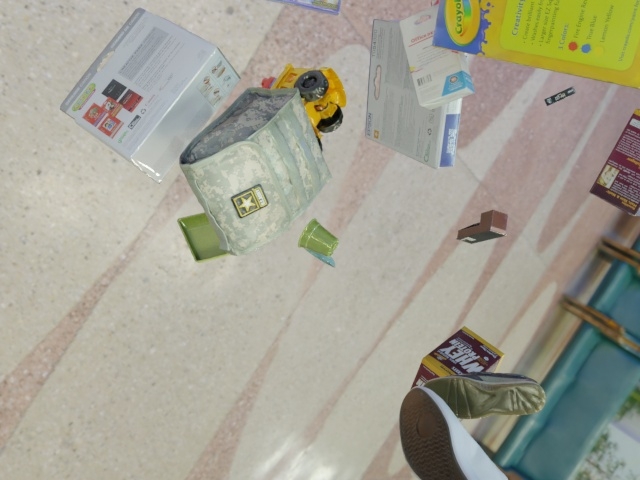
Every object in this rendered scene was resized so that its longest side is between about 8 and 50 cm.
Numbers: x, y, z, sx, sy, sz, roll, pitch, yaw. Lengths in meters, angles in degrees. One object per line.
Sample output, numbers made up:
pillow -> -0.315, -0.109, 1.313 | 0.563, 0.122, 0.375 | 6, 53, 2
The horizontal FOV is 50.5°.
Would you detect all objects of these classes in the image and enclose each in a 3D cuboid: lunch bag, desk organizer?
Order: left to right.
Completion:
lunch bag -> -0.132, -0.136, 1.358 | 0.287, 0.168, 0.235 | -51, 135, -32
desk organizer -> 0.370, -0.030, 1.555 | 0.047, 0.130, 0.050 | 16, 75, -21

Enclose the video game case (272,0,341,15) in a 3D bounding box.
video game case -> -0.055, -0.786, 1.909 | 0.061, 0.269, 0.245 | -109, -150, -81

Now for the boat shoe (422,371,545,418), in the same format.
boat shoe -> 0.306, 0.289, 1.283 | 0.073, 0.223, 0.080 | -27, 114, -76

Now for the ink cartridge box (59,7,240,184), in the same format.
ink cartridge box -> -0.386, -0.332, 1.528 | 0.309, 0.271, 0.130 | -53, 153, -6

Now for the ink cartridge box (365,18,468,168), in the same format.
ink cartridge box -> 0.234, -0.380, 1.711 | 0.071, 0.330, 0.324 | -9, 116, -26

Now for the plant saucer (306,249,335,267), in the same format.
plant saucer -> 0.002, 0.048, 2.171 | 0.021, 0.119, 0.119 | -58, 148, -6

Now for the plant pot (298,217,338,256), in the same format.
plant pot -> 0.000, 0.000, 1.662 | 0.083, 0.079, 0.083 | -54, 164, -23

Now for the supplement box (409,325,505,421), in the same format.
supplement box -> 0.339, 0.359, 1.728 | 0.194, 0.129, 0.191 | -26, 141, -42

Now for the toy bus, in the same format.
toy bus -> -0.077, -0.307, 1.601 | 0.220, 0.211, 0.149 | -59, 150, -17

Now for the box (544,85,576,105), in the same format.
box -> 0.558, -0.336, 1.577 | 0.067, 0.018, 0.083 | -24, -177, 26

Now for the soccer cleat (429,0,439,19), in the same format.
soccer cleat -> 0.319, -0.618, 1.808 | 0.083, 0.095, 0.248 | -40, 148, -9

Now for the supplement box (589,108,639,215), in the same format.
supplement box -> 0.639, -0.154, 1.358 | 0.080, 0.104, 0.188 | -4, 123, -51

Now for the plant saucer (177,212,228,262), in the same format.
plant saucer -> -0.323, -0.009, 2.080 | 0.188, 0.188, 0.045 | -15, 142, -22

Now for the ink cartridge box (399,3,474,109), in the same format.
ink cartridge box -> 0.233, -0.369, 1.366 | 0.061, 0.104, 0.182 | 0, 76, -61

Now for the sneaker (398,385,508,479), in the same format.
sneaker -> 0.223, 0.367, 1.087 | 0.123, 0.290, 0.106 | 23, 119, -40

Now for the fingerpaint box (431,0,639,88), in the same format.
fingerpaint box -> 0.411, -0.517, 1.108 | 0.163, 0.371, 0.445 | -36, 138, -51
